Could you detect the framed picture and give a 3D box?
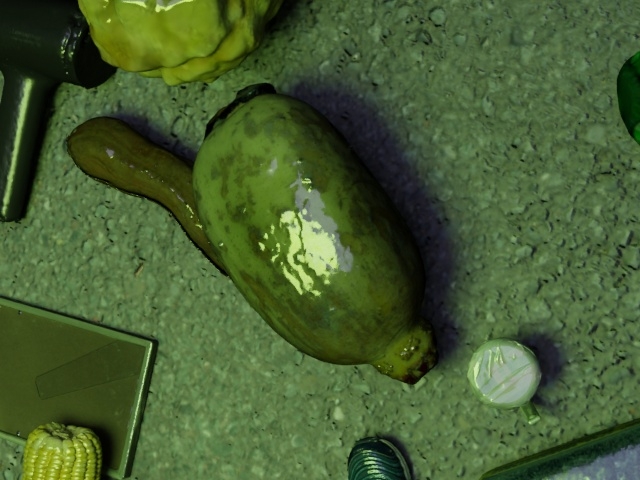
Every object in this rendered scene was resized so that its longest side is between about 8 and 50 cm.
[{"bbox_3d":[-0.277,0.154,1.151,0.203,0.015,0.150,13,93,19],"label":"framed picture"}]

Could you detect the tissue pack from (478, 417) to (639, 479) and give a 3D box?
[{"bbox_3d":[0.284,0.248,0.918,0.257,0.081,0.185,-23,81,17],"label":"tissue pack"}]

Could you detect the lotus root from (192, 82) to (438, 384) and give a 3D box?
[{"bbox_3d":[0.000,0.000,0.986,0.173,0.173,0.309,-38,80,14],"label":"lotus root"}]

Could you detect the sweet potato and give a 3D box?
[{"bbox_3d":[-0.160,-0.056,1.088,0.233,0.062,0.081,36,139,14],"label":"sweet potato"}]

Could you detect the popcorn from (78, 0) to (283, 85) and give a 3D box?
[{"bbox_3d":[-0.120,-0.288,1.006,0.252,0.215,0.287,-6,83,25],"label":"popcorn"}]

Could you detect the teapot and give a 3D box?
[{"bbox_3d":[0.170,0.125,0.971,0.064,0.064,0.083,-33,83,9],"label":"teapot"}]

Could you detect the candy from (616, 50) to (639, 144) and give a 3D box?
[{"bbox_3d":[0.290,-0.229,0.939,0.097,0.097,0.324,-9,78,19],"label":"candy"}]

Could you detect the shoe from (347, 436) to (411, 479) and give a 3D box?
[{"bbox_3d":[0.056,0.254,1.004,0.063,0.071,0.143,-17,79,17],"label":"shoe"}]

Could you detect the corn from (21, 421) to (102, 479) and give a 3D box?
[{"bbox_3d":[-0.265,0.270,1.109,0.085,0.063,0.165,2,103,-3],"label":"corn"}]

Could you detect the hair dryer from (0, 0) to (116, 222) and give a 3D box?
[{"bbox_3d":[-0.326,-0.140,1.143,0.197,0.089,0.251,16,100,18],"label":"hair dryer"}]
